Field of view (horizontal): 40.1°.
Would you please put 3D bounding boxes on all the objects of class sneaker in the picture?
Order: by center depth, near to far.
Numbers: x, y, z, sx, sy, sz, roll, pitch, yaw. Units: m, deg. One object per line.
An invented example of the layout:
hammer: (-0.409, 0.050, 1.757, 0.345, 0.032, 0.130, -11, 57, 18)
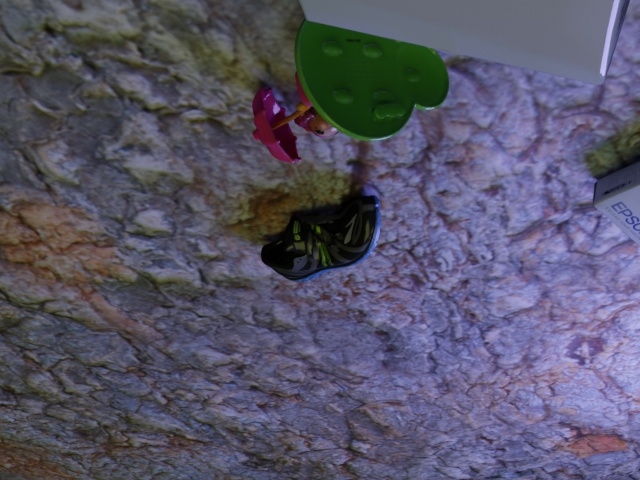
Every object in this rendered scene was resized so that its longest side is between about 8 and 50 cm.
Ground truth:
sneaker: (0.000, 0.000, 1.050, 0.078, 0.067, 0.188, 21, 145, -39)

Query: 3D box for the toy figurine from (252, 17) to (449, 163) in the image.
toy figurine: (0.009, -0.132, 0.839, 0.173, 0.130, 0.159, -7, 170, -36)

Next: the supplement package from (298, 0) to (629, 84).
supplement package: (0.086, -0.245, 0.451, 0.199, 0.198, 0.262, 17, 166, 17)

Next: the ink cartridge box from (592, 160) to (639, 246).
ink cartridge box: (0.457, -0.031, 0.955, 0.223, 0.045, 0.224, 36, 140, -22)
